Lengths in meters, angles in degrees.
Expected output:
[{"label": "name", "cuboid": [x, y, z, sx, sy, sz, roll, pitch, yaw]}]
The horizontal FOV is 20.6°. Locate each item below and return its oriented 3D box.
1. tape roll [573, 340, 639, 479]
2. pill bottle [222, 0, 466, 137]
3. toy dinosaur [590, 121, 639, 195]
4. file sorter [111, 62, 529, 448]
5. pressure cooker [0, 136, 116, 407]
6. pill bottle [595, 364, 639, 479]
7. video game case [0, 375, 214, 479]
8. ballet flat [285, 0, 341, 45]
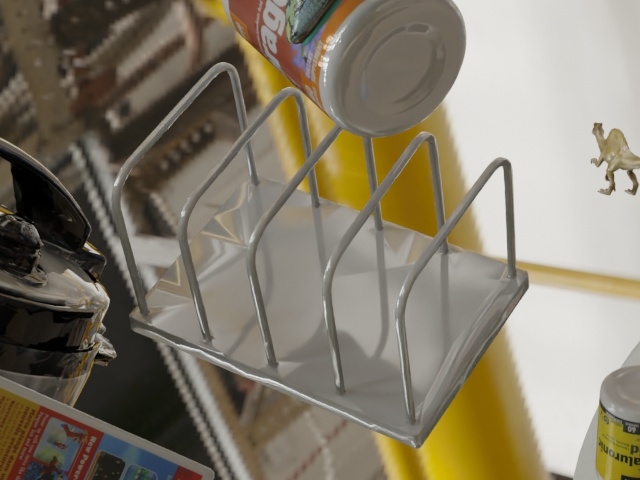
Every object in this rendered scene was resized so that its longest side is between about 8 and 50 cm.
[{"label": "tape roll", "cuboid": [0.395, 0.200, 1.707, 0.072, 0.392, 0.392, 32, -108, -22]}, {"label": "pill bottle", "cuboid": [0.002, -0.176, 1.307, 0.121, 0.216, 0.121, -20, -48, -24]}, {"label": "toy dinosaur", "cuboid": [0.422, -0.109, 2.473, 0.053, 0.183, 0.092, -10, -63, -26]}, {"label": "file sorter", "cuboid": [0.000, 0.000, 1.415, 0.193, 0.278, 0.173, -52, -30, -33]}, {"label": "pressure cooker", "cuboid": [-0.379, 0.093, 1.497, 0.420, 0.376, 0.370, -64, 5, 8]}, {"label": "pill bottle", "cuboid": [0.247, 0.160, 1.371, 0.065, 0.065, 0.116, -36, -45, -40]}, {"label": "video game case", "cuboid": [-0.243, 0.196, 1.221, 0.025, 0.285, 0.204, 122, 171, -75]}, {"label": "ballet flat", "cuboid": [0.022, -0.215, 1.146, 0.188, 0.070, 0.070, -50, -41, 8]}]
